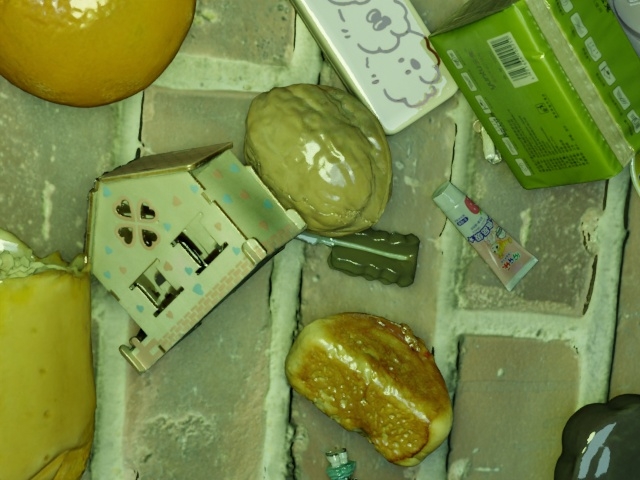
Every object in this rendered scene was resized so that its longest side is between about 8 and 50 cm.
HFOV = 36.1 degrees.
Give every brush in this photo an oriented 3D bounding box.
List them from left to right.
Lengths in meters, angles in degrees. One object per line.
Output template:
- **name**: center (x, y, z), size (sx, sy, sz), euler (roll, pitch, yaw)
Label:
- **brush**: center (0.000, 0.000, 1.465), size (0.301, 0.071, 0.084), euler (13, 82, -7)

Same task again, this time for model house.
- **model house**: center (-0.207, -0.006, 1.367), size (0.244, 0.169, 0.326), euler (47, 122, -1)

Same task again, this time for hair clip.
- **hair clip**: center (0.247, -0.222, 1.480), size (0.062, 0.056, 0.214), euler (-9, 89, 16)

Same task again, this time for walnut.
- **walnut**: center (0.000, -0.114, 1.388), size (0.198, 0.198, 0.245), euler (-40, 79, -1)

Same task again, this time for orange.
- **orange**: center (-0.316, -0.330, 1.286), size (0.312, 0.312, 0.312), euler (-1, 95, -6)

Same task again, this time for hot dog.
- **hot dog**: center (0.080, 0.202, 1.445), size (0.256, 0.153, 0.150), euler (36, 120, 2)

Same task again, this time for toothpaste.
- **toothpaste**: center (0.248, -0.010, 1.505), size (0.194, 0.043, 0.067), euler (44, 86, -14)

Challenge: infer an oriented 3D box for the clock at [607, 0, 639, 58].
- **clock**: center (0.516, -0.381, 1.388), size (0.322, 0.113, 0.296), euler (-12, 120, 10)

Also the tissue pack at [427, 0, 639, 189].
- **tissue pack**: center (0.319, -0.230, 1.376), size (0.167, 0.200, 0.275), euler (-44, 108, -23)

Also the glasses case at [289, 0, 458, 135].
- **glasses case**: center (0.058, -0.323, 1.434), size (0.144, 0.076, 0.336), euler (-35, 98, -2)

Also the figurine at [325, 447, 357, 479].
- **figurine**: center (0.039, 0.375, 1.516), size (0.060, 0.047, 0.106), euler (-14, 91, -47)

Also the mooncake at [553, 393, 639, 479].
- **mooncake**: center (0.477, 0.353, 1.513), size (0.244, 0.133, 0.245), euler (-1, 95, -6)

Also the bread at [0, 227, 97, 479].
- **bread**: center (-0.441, 0.168, 1.324), size (0.250, 0.361, 0.394), euler (-14, 108, -36)

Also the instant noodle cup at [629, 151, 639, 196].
- **instant noodle cup**: center (0.595, -0.121, 1.461), size (0.213, 0.174, 0.213), euler (0, 95, -6)
